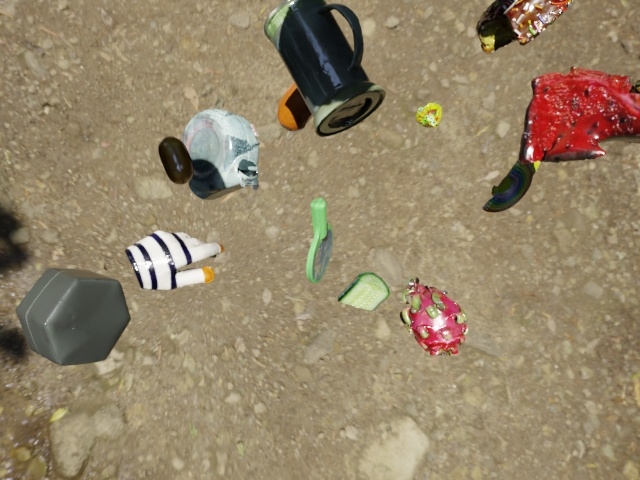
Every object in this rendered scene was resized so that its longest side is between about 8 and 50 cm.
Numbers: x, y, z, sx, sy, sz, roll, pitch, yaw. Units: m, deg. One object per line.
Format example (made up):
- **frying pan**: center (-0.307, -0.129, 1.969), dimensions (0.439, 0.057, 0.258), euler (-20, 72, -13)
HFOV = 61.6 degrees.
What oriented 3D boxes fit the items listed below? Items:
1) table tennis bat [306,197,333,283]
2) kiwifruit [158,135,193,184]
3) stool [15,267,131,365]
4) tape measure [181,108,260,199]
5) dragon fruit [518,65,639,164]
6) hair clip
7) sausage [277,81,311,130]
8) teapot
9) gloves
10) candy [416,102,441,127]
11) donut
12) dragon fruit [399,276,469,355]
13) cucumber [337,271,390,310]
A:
- **table tennis bat**: center (0.000, 0.000, 1.396), dimensions (0.039, 0.257, 0.160), euler (13, 42, 18)
- **kiwifruit**: center (-0.348, -0.193, 1.297), dimensions (0.075, 0.075, 0.125), euler (-18, 76, -13)
- **stool**: center (-0.581, 0.178, 1.274), dimensions (0.141, 0.232, 0.232), euler (11, 80, 30)
- **tape measure**: center (-0.307, -0.259, 1.644), dimensions (0.147, 0.256, 0.275), euler (1, 77, -53)
- **dragon fruit**: center (0.302, -0.142, 0.593), dimensions (0.122, 0.192, 0.092), euler (-25, 109, -9)
- **hair clip**: center (0.337, -0.124, 0.885), dimensions (0.060, 0.033, 0.189), euler (14, 109, -35)
- **sausage**: center (-0.055, -0.475, 1.796), dimensions (0.133, 0.258, 0.133), euler (24, 44, -25)
- **teapot**: center (0.010, -0.467, 1.339), dimensions (0.200, 0.270, 0.337), euler (-23, 80, -32)
- **gloves**: center (-0.339, 0.035, 1.283), dimensions (0.218, 0.140, 0.132), euler (-23, 131, -21)
- **candy**: center (0.352, -0.406, 1.713), dimensions (0.077, 0.262, 0.073), euler (0, 107, 15)
- **donut**: center (0.476, -0.543, 1.265), dimensions (0.216, 0.230, 0.096), euler (-42, 108, 5)
- **dragon fruit**: center (0.354, 0.246, 1.719), dimensions (0.218, 0.273, 0.199), euler (4, 103, -11)
- **cucumber**: center (0.127, 0.148, 1.567), dimensions (0.116, 0.115, 0.062), euler (22, 46, -18)
